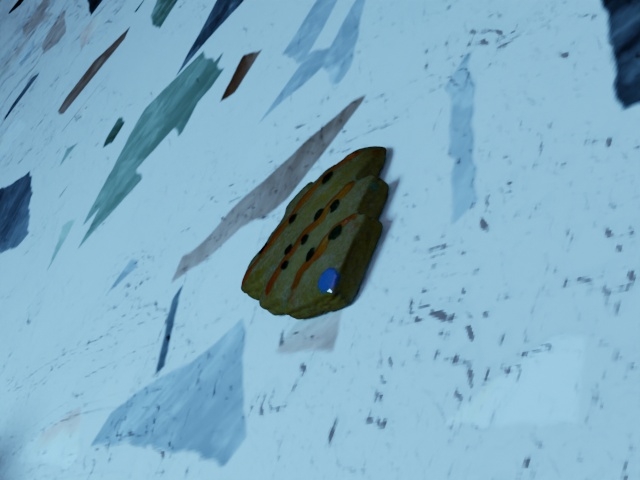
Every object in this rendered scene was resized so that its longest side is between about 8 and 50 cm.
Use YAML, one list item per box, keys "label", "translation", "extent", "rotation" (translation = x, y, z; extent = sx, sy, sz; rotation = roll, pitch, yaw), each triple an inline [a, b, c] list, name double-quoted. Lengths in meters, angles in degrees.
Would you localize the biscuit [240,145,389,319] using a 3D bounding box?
- label: "biscuit"
  translation: [0.000, 0.000, 0.789]
  extent: [0.119, 0.019, 0.130]
  rotation: [-49, 23, 11]
